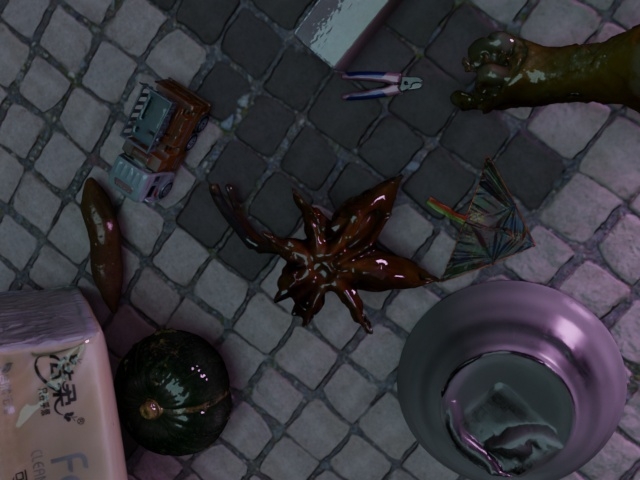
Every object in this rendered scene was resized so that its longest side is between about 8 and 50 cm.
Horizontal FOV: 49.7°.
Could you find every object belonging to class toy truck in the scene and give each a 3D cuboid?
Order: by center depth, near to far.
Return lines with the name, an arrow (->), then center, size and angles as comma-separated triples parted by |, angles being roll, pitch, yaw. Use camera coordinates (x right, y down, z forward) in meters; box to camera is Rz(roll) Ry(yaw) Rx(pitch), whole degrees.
toy truck -> -0.243, -0.136, 0.991 | 0.080, 0.115, 0.178 | 33, 109, 6

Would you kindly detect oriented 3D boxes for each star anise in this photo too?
star anise -> -0.004, -0.003, 0.947 | 0.346, 0.148, 0.238 | 21, 83, 13

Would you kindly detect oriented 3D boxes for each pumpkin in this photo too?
pumpkin -> -0.222, 0.229, 1.040 | 0.190, 0.146, 0.191 | -5, 79, 26

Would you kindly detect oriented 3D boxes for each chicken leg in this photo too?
chicken leg -> 0.360, -0.204, 0.788 | 0.429, 0.153, 0.201 | 2, 133, 29

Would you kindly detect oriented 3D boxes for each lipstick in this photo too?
lipstick -> 0.115, -0.382, 0.869 | 0.079, 0.076, 0.371 | 42, 108, 3

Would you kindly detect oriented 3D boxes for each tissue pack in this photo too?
tissue pack -> -0.402, 0.295, 1.004 | 0.205, 0.331, 0.405 | -9, 102, -23

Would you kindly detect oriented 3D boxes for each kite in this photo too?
kite -> 0.218, -0.021, 0.947 | 0.159, 0.010, 0.190 | 19, 104, 11

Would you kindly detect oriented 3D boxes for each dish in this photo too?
dish -> 0.253, 0.215, 0.933 | 0.316, 0.106, 0.317 | 3, 102, 14

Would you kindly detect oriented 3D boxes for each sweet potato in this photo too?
sweet potato -> -0.335, 0.010, 1.073 | 0.065, 0.051, 0.219 | 6, 106, 56

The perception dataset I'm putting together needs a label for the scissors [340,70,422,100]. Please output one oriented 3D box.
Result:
scissors -> 0.082, -0.212, 0.943 | 0.113, 0.012, 0.039 | 2, 101, 14
